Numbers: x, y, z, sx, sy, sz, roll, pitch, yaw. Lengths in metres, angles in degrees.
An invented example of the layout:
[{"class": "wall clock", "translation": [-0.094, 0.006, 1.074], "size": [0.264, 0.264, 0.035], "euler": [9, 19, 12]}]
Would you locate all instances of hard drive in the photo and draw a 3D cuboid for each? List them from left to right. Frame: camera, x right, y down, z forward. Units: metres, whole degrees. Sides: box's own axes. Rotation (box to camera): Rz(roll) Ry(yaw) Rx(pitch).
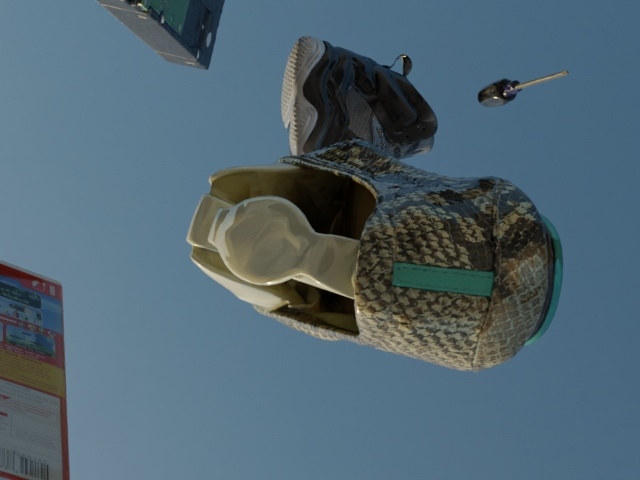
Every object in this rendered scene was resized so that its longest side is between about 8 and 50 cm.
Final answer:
[{"class": "hard drive", "translation": [-0.154, -0.331, 1.552], "size": [0.064, 0.339, 0.237], "euler": [13, -92, 7]}]

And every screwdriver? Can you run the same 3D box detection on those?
[{"class": "screwdriver", "translation": [0.174, -0.134, 1.223], "size": [0.025, 0.024, 0.170], "euler": [-58, -167, -15]}]

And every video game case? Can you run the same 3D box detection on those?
[{"class": "video game case", "translation": [-0.264, 0.068, 0.948], "size": [0.025, 0.204, 0.285], "euler": [-61, -158, 19]}]

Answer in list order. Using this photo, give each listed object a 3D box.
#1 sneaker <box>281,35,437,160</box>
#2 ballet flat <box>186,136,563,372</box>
[{"class": "sneaker", "translation": [0.040, -0.074, 1.456], "size": [0.153, 0.101, 0.269], "euler": [3, -103, -12]}, {"class": "ballet flat", "translation": [0.000, 0.000, 1.070], "size": [0.483, 0.182, 0.164], "euler": [-168, -96, -72]}]
